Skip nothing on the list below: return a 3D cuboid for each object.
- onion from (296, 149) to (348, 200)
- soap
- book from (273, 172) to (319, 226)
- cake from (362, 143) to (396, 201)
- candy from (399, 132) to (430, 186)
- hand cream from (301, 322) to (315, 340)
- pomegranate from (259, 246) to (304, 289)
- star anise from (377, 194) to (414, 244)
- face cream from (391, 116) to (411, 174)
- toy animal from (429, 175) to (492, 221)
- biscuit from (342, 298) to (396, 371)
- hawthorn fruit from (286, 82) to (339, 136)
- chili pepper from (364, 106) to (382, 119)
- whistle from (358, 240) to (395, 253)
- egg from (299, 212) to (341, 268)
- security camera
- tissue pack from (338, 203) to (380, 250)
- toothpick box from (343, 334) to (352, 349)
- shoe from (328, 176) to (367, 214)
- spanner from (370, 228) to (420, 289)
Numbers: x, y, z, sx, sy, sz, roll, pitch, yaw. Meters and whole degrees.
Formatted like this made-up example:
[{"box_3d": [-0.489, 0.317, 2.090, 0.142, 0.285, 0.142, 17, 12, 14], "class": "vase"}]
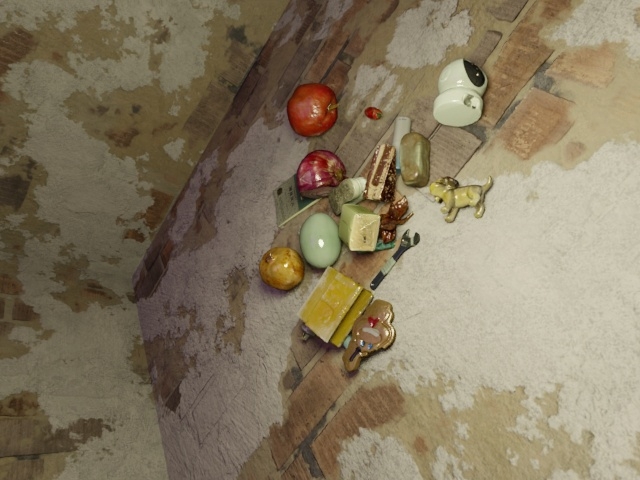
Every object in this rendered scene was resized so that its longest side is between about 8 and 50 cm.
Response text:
[{"box_3d": [-0.001, -0.340, 2.080, 0.273, 0.256, 0.230, -1, 83, 16], "class": "onion"}, {"box_3d": [0.056, 0.280, 1.817, 0.259, 0.143, 0.281, 30, 88, 45], "class": "soap"}, {"box_3d": [-0.129, -0.268, 2.352, 0.379, 0.031, 0.264, -32, 55, 35], "class": "book"}, {"box_3d": [0.287, -0.287, 1.826, 0.112, 0.135, 0.246, 19, 94, 43], "class": "cake"}, {"box_3d": [0.401, -0.342, 1.758, 0.102, 0.104, 0.233, -11, 67, 45], "class": "candy"}, {"box_3d": [0.005, 0.320, 1.948, 0.124, 0.078, 0.340, 33, 94, 48], "class": "hand cream"}, {"box_3d": [-0.197, 0.140, 2.110, 0.248, 0.248, 0.248, -21, 60, 41], "class": "pomegranate"}, {"box_3d": [0.299, -0.081, 1.750, 0.196, 0.111, 0.212, -54, 5, -37], "class": "star anise"}, {"box_3d": [0.358, -0.424, 1.858, 0.077, 0.077, 0.250, -3, 72, 46], "class": "face cream"}, {"box_3d": [0.515, -0.165, 1.563, 0.233, 0.121, 0.168, 6, 68, 45], "class": "toy animal"}, {"box_3d": [0.197, 0.391, 1.685, 0.319, 0.047, 0.183, -50, 48, 5], "class": "biscuit"}, {"box_3d": [-0.020, -0.711, 2.245, 0.330, 0.287, 0.287, 5, 78, 43], "class": "hawthorn fruit"}, {"box_3d": [0.265, -0.633, 2.065, 0.059, 0.050, 0.191, -61, 30, 14], "class": "chili pepper"}, {"box_3d": [0.242, 0.028, 1.829, 0.186, 0.039, 0.039, -13, 65, 44], "class": "whistle"}, {"box_3d": [0.000, 0.000, 1.974, 0.203, 0.203, 0.282, -24, 61, 39], "class": "egg"}, {"box_3d": [0.553, -0.597, 1.640, 0.195, 0.195, 0.236, -3, 69, 47], "class": "security camera"}, {"box_3d": [0.162, -0.059, 1.802, 0.234, 0.125, 0.159, -126, 42, -71], "class": "tissue pack"}, {"box_3d": [0.129, 0.450, 1.767, 0.052, 0.052, 0.083, -58, 41, 13], "class": "toothpick box"}, {"box_3d": [0.153, -0.223, 1.971, 0.124, 0.159, 0.316, 67, 160, 5], "class": "shoe"}, {"box_3d": [0.305, 0.083, 1.754, 0.315, 0.024, 0.087, -54, 42, 18], "class": "spanner"}]
